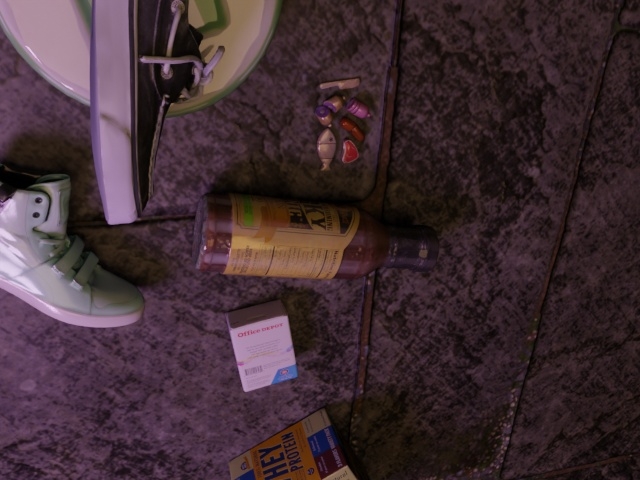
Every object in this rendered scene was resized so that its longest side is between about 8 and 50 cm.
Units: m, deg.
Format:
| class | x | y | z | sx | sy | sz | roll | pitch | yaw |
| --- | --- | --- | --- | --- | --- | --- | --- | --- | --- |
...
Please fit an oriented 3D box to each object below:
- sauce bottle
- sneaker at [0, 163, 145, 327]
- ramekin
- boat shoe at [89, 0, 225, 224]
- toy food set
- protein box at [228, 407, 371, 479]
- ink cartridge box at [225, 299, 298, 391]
| class | x | y | z | sx | sy | sz | roll | pitch | yaw |
| --- | --- | --- | --- | --- | --- | --- | --- | --- | --- |
| sauce bottle | 0.000 | 0.000 | 0.792 | 0.345 | 0.111 | 0.111 | 4 | 114 | -21 |
| sneaker | -0.312 | 0.007 | 0.696 | 0.256 | 0.094 | 0.151 | 29 | 110 | -25 |
| ramekin | -0.182 | -0.270 | 0.574 | 0.304 | 0.148 | 0.303 | -7 | 117 | -14 |
| boat shoe | -0.143 | -0.164 | 0.491 | 0.105 | 0.113 | 0.306 | 0 | 100 | -24 |
| toy food set | 0.032 | -0.156 | 0.774 | 0.078 | 0.019 | 0.122 | -12 | 118 | -12 |
| protein box | -0.020 | 0.444 | 0.986 | 0.200 | 0.136 | 0.201 | -29 | 121 | -1 |
| ink cartridge box | -0.090 | 0.161 | 0.873 | 0.089 | 0.052 | 0.122 | -13 | 120 | -12 |
